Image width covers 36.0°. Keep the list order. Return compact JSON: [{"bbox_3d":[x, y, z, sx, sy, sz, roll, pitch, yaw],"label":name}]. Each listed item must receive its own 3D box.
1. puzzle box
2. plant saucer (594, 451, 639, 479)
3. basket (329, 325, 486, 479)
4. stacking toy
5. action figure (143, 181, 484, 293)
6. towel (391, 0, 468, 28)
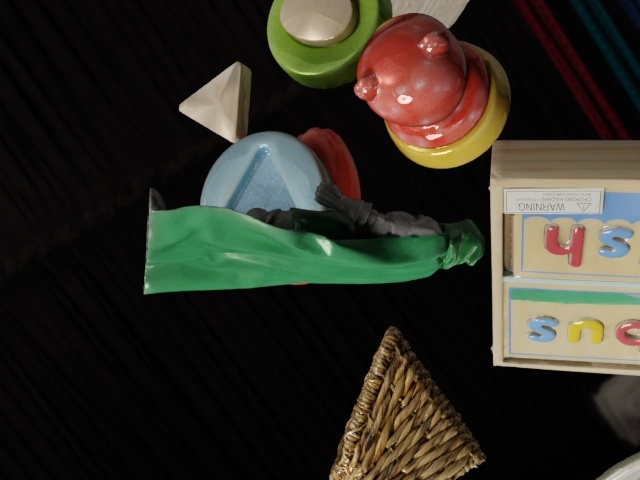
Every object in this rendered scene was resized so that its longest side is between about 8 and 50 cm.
[{"bbox_3d":[0.355,0.029,0.872,0.408,0.272,0.052,1,-132,13],"label":"puzzle box"},{"bbox_3d":[0.542,0.400,1.396,0.400,0.400,0.100,-32,-156,23],"label":"plant saucer"},{"bbox_3d":[0.089,0.274,1.466,0.213,0.223,0.299,-36,176,1],"label":"basket"},{"bbox_3d":[-0.019,-0.132,0.916,0.309,0.279,0.130,-43,153,13],"label":"stacking toy"},{"bbox_3d":[0.000,0.000,0.664,0.232,0.064,0.137,3,162,-12],"label":"action figure"},{"bbox_3d":[0.179,-0.422,1.500,0.187,0.049,0.282,-11,151,-33],"label":"towel"}]
